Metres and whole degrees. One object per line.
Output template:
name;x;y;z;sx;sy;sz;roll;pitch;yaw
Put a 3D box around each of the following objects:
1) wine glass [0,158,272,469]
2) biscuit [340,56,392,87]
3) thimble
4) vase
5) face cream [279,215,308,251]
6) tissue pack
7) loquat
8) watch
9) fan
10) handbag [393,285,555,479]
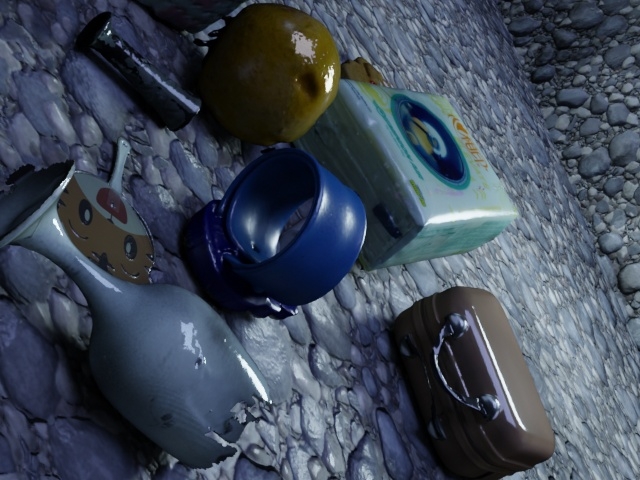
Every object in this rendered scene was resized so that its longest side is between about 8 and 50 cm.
wine glass;-0.182;0.073;0.975;0.321;0.143;0.143;51;24;-27
biscuit;0.129;-0.268;2.143;0.320;0.047;0.183;43;32;-40
thimble;-0.184;-0.400;1.502;0.185;0.149;0.211;59;22;-9
vase;-0.223;-0.208;1.312;0.167;0.059;0.059;43;28;-36
face cream;0.000;0.000;1.540;0.084;0.057;0.198;69;21;-1
tissue pack;0.147;-0.111;1.792;0.388;0.162;0.287;-6;63;-58
loquat;-0.071;-0.244;1.495;0.213;0.213;0.213;46;27;-32
watch;-0.048;-0.014;1.276;0.171;0.200;0.196;27;44;-48
fan;-0.230;-0.040;1.164;0.152;0.008;0.227;43;29;-35
handbag;0.225;0.216;1.647;0.283;0.149;0.302;23;45;-59
